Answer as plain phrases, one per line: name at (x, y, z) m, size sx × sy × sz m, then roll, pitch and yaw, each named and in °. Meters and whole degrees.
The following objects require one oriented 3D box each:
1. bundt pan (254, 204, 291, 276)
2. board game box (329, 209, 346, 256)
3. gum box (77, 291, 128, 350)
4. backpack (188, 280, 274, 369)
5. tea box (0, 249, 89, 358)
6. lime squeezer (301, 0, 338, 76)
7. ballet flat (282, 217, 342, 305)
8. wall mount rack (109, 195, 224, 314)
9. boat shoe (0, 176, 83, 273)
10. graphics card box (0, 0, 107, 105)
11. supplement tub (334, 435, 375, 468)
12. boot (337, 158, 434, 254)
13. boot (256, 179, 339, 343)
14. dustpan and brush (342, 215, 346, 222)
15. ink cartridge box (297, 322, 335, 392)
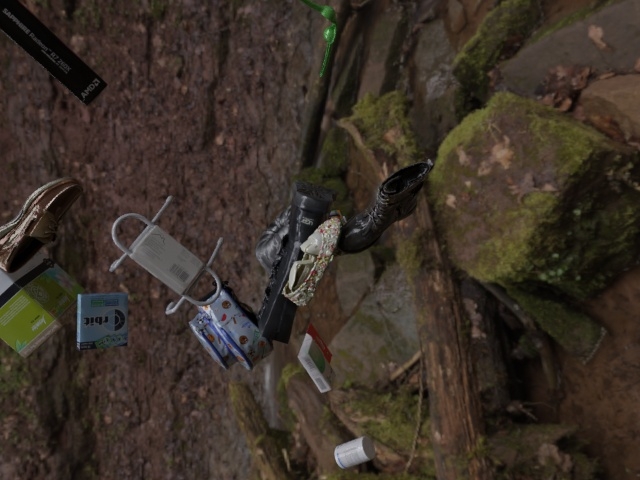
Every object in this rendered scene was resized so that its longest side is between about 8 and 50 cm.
bundt pan at (-0.132, -0.018, 2.116) m, size 0.331 × 0.124 × 0.330 m, roll -42°, pitch 19°, yaw 18°
board game box at (0.026, -0.021, 1.850) m, size 0.048 × 0.141 × 0.170 m, roll 99°, pitch 154°, yaw -48°
gum box at (-0.737, 0.271, 1.843) m, size 0.041 × 0.157 × 0.184 m, roll -3°, pitch 87°, yaw 53°
backpack at (-0.281, 0.297, 1.763) m, size 0.263 × 0.213 × 0.276 m, roll 36°, pitch 165°, yaw 20°
tea box at (-1.167, 0.236, 2.191) m, size 0.323 × 0.220 × 0.329 m, roll 48°, pitch -173°, yaw -15°
lime squeezer at (0.008, -0.653, 1.692) m, size 0.059 × 0.110 × 0.310 m, roll 45°, pitch 168°, yaw 38°
ballet flat at (-0.023, 0.051, 1.332) m, size 0.091 × 0.077 × 0.240 m, roll 36°, pitch 107°, yaw 56°
wall mount rack at (-0.424, 0.029, 1.573) m, size 0.130 × 0.350 × 0.304 m, roll -22°, pitch 31°, yaw 56°
boat shoe at (-0.784, -0.039, 1.529) m, size 0.116 × 0.324 × 0.123 m, roll 43°, pitch 176°, yaw 14°
graphics card box at (-0.773, -0.541, 1.509) m, size 0.094 × 0.371 × 0.233 m, roll -47°, pitch 28°, yaw -6°
supplement tub at (0.102, 0.637, 1.635) m, size 0.107 × 0.071 × 0.071 m, roll -30°, pitch 55°, yaw 28°
boot at (0.142, -0.082, 1.281) m, size 0.091 × 0.263 × 0.229 m, roll 52°, pitch 174°, yaw 14°
boot at (-0.072, 0.052, 1.692) m, size 0.367 × 0.146 × 0.444 m, roll -63°, pitch -13°, yaw -76°
dustpan and brush at (0.000, 0.000, 1.950) m, size 0.060 × 0.211 × 0.147 m, roll 84°, pitch 172°, yaw -52°
ink cartridge box at (0.001, 0.434, 2.068) m, size 0.181 × 0.056 × 0.224 m, roll 59°, pitch -155°, yaw -17°
